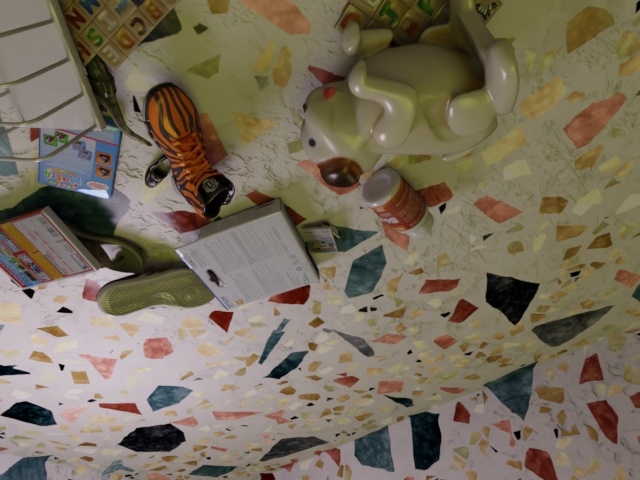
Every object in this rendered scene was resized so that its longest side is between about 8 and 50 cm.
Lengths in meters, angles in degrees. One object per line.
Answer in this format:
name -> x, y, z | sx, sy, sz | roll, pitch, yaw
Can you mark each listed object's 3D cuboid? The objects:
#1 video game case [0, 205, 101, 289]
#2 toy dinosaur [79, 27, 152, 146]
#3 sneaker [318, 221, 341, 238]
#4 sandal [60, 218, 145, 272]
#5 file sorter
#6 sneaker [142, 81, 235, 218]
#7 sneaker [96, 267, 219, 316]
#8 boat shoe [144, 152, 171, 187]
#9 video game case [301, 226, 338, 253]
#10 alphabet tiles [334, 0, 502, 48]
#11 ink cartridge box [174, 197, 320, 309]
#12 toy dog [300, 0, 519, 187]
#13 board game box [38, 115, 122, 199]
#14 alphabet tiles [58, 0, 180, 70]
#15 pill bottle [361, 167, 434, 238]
video game case -> -0.751, 0.028, 1.102 | 0.285, 0.025, 0.204 | -13, 125, 18
toy dinosaur -> -0.452, -0.308, 0.853 | 0.118, 0.064, 0.268 | 1, 126, 27
sneaker -> 0.027, -0.029, 1.267 | 0.083, 0.031, 0.035 | 34, 133, -31
sandal -> -0.644, 0.033, 1.151 | 0.303, 0.086, 0.120 | 23, 126, -29
file sorter -> -0.555, -0.298, 0.730 | 0.193, 0.173, 0.277 | 5, 129, 11
sneaker -> -0.273, -0.180, 0.934 | 0.125, 0.180, 0.321 | -36, 147, -22
sneaker -> -0.494, 0.146, 1.283 | 0.350, 0.148, 0.131 | -1, 94, -35
boat shoe -> -0.397, -0.170, 1.036 | 0.125, 0.038, 0.046 | -38, 129, 24
video game case -> 0.000, 0.000, 1.273 | 0.087, 0.011, 0.122 | -3, 143, 13
alphabet tiles -> 0.198, -0.499, 0.851 | 0.343, 0.011, 0.285 | 21, 127, -28
ink cartridge box -> -0.208, 0.055, 1.271 | 0.330, 0.071, 0.324 | -18, 134, 8
toy dog -> 0.149, -0.284, 0.896 | 0.408, 0.284, 0.395 | -18, 158, 12
board game box -> -0.557, -0.202, 0.972 | 0.160, 0.039, 0.211 | 14, 129, -22
alphabet tiles -> -0.395, -0.435, 0.741 | 0.237, 0.009, 0.198 | -37, 112, 15
pill bottle -> 0.224, -0.095, 1.172 | 0.121, 0.121, 0.216 | -37, 129, 23
